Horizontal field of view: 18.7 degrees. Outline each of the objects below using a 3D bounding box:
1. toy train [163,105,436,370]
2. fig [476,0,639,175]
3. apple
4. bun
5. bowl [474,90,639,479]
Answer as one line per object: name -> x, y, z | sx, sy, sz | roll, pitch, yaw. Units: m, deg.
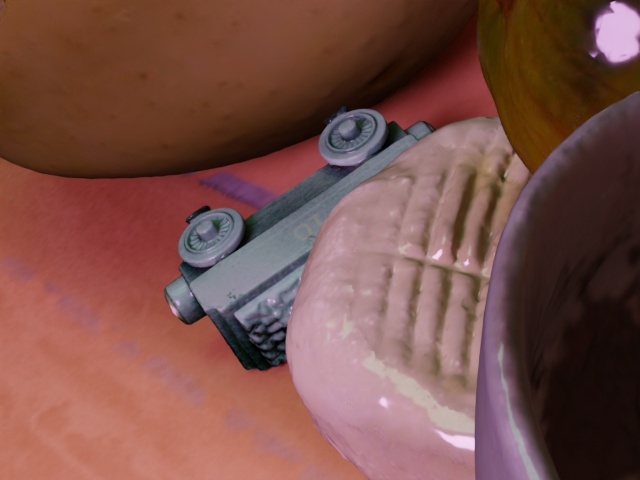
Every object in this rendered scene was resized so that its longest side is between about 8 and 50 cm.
toy train -> 0.000, 0.000, 1.027 | 0.172, 0.070, 0.099 | -35, 40, -3
fig -> 0.186, -0.059, 0.711 | 0.151, 0.259, 0.151 | -163, 90, -80
apple -> -0.103, -0.258, 1.137 | 0.473, 0.474, 0.474 | -24, 30, 15
bun -> 0.103, 0.041, 0.783 | 0.229, 0.145, 0.229 | -4, 48, 5
bowl -> 0.166, 0.097, 0.587 | 0.289, 0.146, 0.289 | 10, 46, -11
